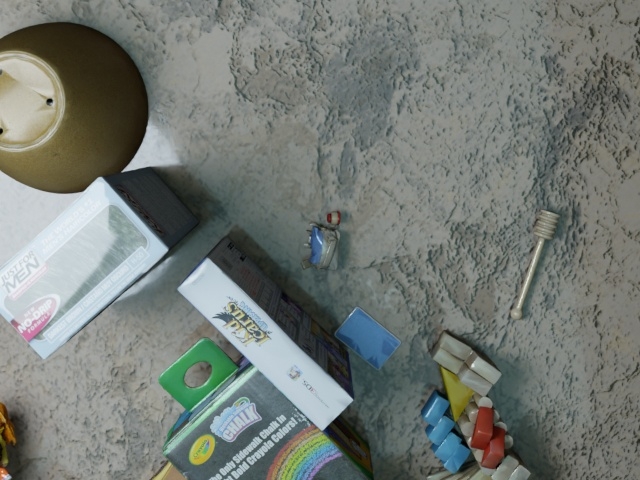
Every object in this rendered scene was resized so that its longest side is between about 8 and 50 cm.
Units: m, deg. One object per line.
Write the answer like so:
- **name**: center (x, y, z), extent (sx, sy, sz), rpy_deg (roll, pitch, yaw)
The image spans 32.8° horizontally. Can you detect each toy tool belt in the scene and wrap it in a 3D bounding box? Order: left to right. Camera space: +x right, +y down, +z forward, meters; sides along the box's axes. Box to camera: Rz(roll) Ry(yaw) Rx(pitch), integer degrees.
- **toy tool belt**: center (0.000, 0.000, 1.503), extent (0.051, 0.052, 0.083), rpy_deg (2, 95, -9)

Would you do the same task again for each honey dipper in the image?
- **honey dipper**: center (0.299, 0.036, 1.522), extent (0.030, 0.030, 0.161), rpy_deg (16, 97, -2)

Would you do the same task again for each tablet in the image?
- **tablet**: center (0.067, 0.139, 1.538), extent (0.083, 0.006, 0.054), rpy_deg (39, 93, -5)

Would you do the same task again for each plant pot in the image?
- **plant pot**: center (-0.355, -0.174, 1.381), extent (0.237, 0.254, 0.237), rpy_deg (0, 94, -1)

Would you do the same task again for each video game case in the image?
- **video game case**: center (-0.065, 0.110, 1.402), extent (0.244, 0.269, 0.061), rpy_deg (43, 94, -4)

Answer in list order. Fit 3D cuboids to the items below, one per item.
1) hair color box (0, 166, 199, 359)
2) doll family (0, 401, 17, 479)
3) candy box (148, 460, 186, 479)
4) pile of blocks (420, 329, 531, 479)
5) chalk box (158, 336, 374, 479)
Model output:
- **hair color box**: center (-0.268, 0.013, 1.337), extent (0.185, 0.374, 0.113), rpy_deg (-42, 94, 3)
- **doll family**: center (-0.508, 0.267, 1.475), extent (0.263, 0.118, 0.163), rpy_deg (19, 109, 10)
- **candy box**: center (-0.220, 0.395, 1.535), extent (0.109, 0.053, 0.187), rpy_deg (42, 92, -4)
- **pile of blocks**: center (0.216, 0.309, 1.503), extent (0.149, 0.112, 0.362), rpy_deg (-20, 95, 1)
- **chalk box**: center (-0.088, 0.258, 1.463), extent (0.180, 0.179, 0.289), rpy_deg (-42, 93, 4)
